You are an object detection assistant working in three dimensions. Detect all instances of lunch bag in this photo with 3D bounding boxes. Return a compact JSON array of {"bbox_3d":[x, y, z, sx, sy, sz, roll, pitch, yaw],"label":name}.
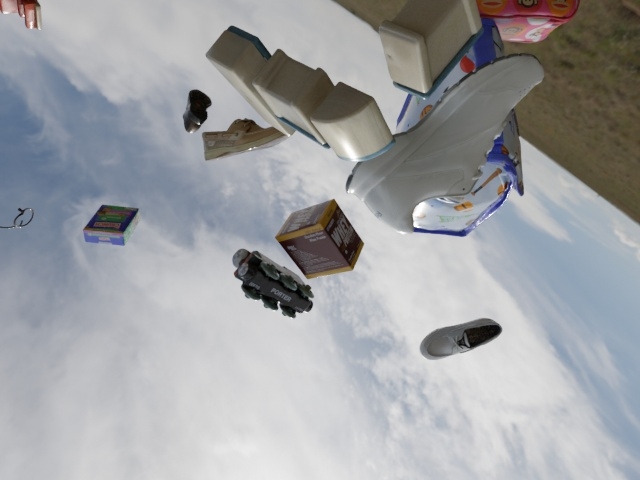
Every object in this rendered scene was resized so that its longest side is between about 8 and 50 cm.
[{"bbox_3d":[0.381,-0.565,0.862,0.294,0.257,0.120,-1,-179,-7],"label":"lunch bag"},{"bbox_3d":[0.302,-0.217,0.909,0.239,0.385,0.327,3,-109,0],"label":"lunch bag"}]

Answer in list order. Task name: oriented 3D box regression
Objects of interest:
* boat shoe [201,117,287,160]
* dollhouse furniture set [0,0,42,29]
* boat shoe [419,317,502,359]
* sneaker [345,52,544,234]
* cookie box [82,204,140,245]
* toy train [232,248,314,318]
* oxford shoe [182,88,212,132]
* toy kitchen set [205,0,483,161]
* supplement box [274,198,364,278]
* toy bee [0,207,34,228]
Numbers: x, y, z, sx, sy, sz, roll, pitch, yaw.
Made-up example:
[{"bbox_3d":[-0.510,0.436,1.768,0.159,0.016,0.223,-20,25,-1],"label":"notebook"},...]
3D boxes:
[{"bbox_3d":[-0.253,-0.338,1.327,0.122,0.341,0.110,-30,-69,-60],"label":"boat shoe"},{"bbox_3d":[-0.697,-0.466,0.774,0.259,0.262,0.135,-29,-91,-36],"label":"dollhouse furniture set"},{"bbox_3d":[0.311,0.219,0.909,0.063,0.184,0.066,99,158,-82],"label":"boat shoe"},{"bbox_3d":[0.179,-0.127,0.561,0.129,0.297,0.111,51,-172,4],"label":"sneaker"},{"bbox_3d":[-0.498,-0.038,0.990,0.092,0.040,0.107,6,-141,-4],"label":"cookie box"},{"bbox_3d":[-0.162,0.144,1.416,0.334,0.142,0.190,36,-173,-40],"label":"toy train"},{"bbox_3d":[-0.430,-0.442,1.405,0.083,0.096,0.227,29,-145,-26],"label":"oxford shoe"},{"bbox_3d":[0.025,-0.177,0.416,0.207,0.166,0.122,39,180,31],"label":"toy kitchen set"},{"bbox_3d":[0.000,0.000,1.318,0.194,0.191,0.129,54,-138,-26],"label":"supplement box"},{"bbox_3d":[-0.857,0.001,0.953,0.162,0.195,0.298,29,-160,-8],"label":"toy bee"}]
